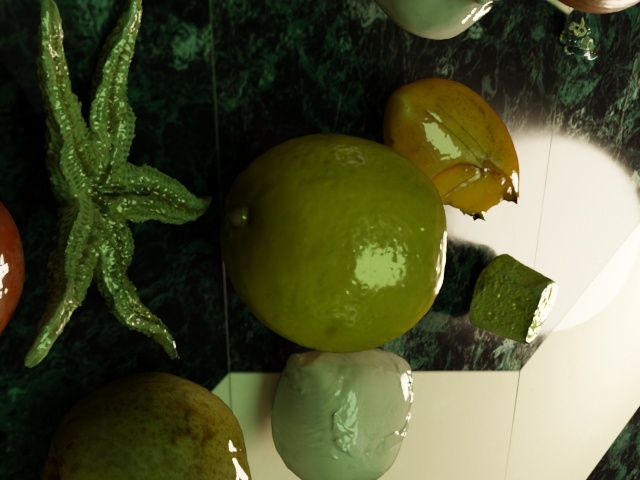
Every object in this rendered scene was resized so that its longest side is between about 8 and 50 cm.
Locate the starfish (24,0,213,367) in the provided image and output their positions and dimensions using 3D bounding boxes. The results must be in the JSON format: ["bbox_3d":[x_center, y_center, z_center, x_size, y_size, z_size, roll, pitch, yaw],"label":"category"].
[{"bbox_3d":[-0.190,-0.055,0.836,0.347,0.078,0.357,31,61,-68],"label":"starfish"}]

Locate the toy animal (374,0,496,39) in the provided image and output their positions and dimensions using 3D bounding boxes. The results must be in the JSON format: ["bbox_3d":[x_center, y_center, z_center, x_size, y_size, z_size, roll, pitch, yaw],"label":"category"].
[{"bbox_3d":[0.157,-0.353,0.992,0.272,0.206,0.265,9,114,-33],"label":"toy animal"}]

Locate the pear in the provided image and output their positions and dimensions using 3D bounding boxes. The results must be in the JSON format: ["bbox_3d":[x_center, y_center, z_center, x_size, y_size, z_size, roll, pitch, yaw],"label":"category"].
[{"bbox_3d":[-0.186,0.243,0.926,0.211,0.228,0.188,19,134,-43],"label":"pear"}]

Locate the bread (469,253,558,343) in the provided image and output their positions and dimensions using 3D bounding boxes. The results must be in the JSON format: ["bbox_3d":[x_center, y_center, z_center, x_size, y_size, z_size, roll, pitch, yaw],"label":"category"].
[{"bbox_3d":[0.310,0.093,1.449,0.111,0.114,0.129,-13,123,-50],"label":"bread"}]

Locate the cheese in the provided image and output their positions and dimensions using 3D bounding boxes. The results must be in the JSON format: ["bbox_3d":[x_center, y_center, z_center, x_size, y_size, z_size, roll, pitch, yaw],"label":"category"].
[{"bbox_3d":[0.024,0.231,1.182,0.198,0.154,0.189,7,87,-44],"label":"cheese"}]

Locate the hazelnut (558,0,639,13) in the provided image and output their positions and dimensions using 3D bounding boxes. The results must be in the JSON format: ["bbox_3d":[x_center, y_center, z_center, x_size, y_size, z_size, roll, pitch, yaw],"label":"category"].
[{"bbox_3d":[0.357,-0.398,1.193,0.210,0.210,0.186,-67,163,5],"label":"hazelnut"}]

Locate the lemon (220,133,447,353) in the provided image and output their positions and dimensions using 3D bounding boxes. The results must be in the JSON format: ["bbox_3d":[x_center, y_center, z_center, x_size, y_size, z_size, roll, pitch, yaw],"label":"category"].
[{"bbox_3d":[0.000,0.000,0.979,0.219,0.240,0.240,10,104,-27],"label":"lemon"}]

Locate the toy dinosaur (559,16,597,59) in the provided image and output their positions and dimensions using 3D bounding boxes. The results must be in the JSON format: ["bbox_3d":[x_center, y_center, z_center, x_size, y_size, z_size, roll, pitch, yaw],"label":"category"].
[{"bbox_3d":[0.394,-0.302,1.369,0.030,0.047,0.083,-55,138,-12],"label":"toy dinosaur"}]

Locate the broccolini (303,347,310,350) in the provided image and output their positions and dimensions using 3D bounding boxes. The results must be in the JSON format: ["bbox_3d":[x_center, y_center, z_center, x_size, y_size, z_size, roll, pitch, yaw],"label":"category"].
[{"bbox_3d":[0.053,0.062,1.227,0.254,0.071,0.057,-35,92,-38],"label":"broccolini"}]

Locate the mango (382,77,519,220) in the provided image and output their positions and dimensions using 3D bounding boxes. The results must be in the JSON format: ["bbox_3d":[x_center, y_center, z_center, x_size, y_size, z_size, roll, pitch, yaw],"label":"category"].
[{"bbox_3d":[0.163,-0.121,1.165,0.154,0.126,0.252,-52,134,4],"label":"mango"}]

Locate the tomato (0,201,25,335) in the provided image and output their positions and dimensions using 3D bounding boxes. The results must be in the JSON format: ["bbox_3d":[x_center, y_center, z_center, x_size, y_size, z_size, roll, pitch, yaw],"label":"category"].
[{"bbox_3d":[-0.329,0.026,0.652,0.184,0.208,0.208,-59,144,-34],"label":"tomato"}]
